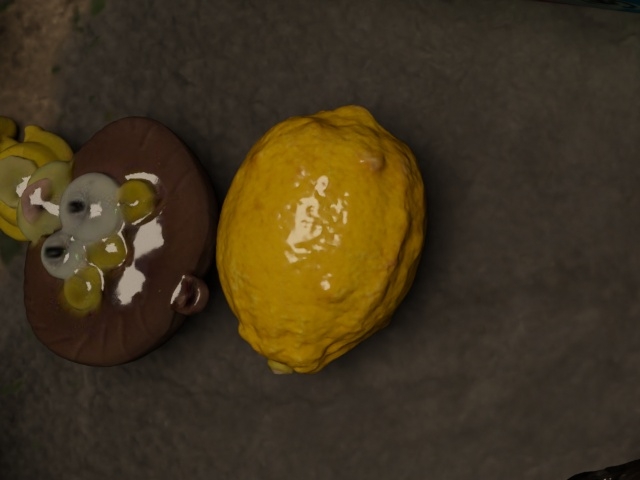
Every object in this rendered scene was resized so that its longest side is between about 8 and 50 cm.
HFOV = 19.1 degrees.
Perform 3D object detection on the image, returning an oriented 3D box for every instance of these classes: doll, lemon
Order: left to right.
[{"bbox_3d":[-0.142,-0.001,1.108,0.188,0.096,0.145,4,81,27],"label":"doll"},{"bbox_3d":[0.000,0.000,1.053,0.114,0.114,0.155,16,97,17],"label":"lemon"}]

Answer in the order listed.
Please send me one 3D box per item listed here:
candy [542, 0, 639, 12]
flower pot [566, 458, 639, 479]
[{"bbox_3d":[0.056,-0.223,1.054,0.306,0.100,0.157,9,91,16],"label":"candy"},{"bbox_3d":[0.266,0.121,0.902,0.267,0.266,0.266,-43,77,21],"label":"flower pot"}]
